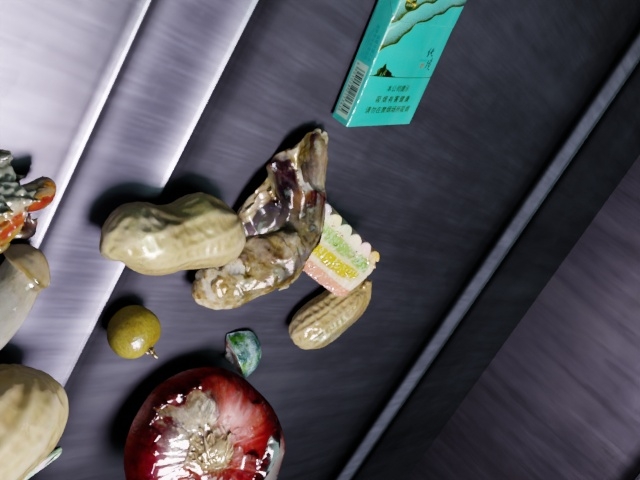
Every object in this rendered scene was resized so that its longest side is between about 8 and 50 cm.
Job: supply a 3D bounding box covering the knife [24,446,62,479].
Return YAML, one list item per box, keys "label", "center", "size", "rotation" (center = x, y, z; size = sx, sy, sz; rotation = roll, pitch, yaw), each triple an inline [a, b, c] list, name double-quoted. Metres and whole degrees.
- label: "knife"
  center: [-0.428, 0.337, 0.973]
  size: [0.030, 0.014, 0.207]
  rotation: [-59, 166, 28]

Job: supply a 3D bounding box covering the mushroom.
- label: "mushroom"
  center: [-0.389, 0.099, 0.717]
  size: [0.270, 0.103, 0.118]
  rotation: [-34, 141, -41]

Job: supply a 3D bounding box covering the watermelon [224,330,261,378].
- label: "watermelon"
  center: [-0.137, 0.189, 1.235]
  size: [0.061, 0.085, 0.085]
  rotation: [-15, 161, 23]

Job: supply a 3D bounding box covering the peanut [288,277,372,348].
- label: "peanut"
  center: [0.023, 0.134, 1.343]
  size: [0.194, 0.083, 0.093]
  rotation: [-34, 148, -27]

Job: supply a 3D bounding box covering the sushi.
- label: "sushi"
  center: [-0.335, -0.026, 0.641]
  size: [0.226, 0.097, 0.103]
  rotation: [-35, 157, -54]

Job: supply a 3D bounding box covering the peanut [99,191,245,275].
- label: "peanut"
  center: [-0.176, -0.007, 0.889]
  size: [0.214, 0.090, 0.098]
  rotation: [-10, 144, -51]

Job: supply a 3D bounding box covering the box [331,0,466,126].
- label: "box"
  center: [0.117, -0.272, 1.035]
  size: [0.161, 0.042, 0.226]
  rotation: [-14, 136, -49]

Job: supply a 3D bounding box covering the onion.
- label: "onion"
  center: [-0.198, 0.334, 1.174]
  size: [0.272, 0.195, 0.272]
  rotation: [-4, 97, -33]

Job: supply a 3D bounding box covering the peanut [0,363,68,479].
- label: "peanut"
  center: [-0.394, 0.237, 0.750]
  size: [0.313, 0.152, 0.152]
  rotation: [-54, 164, -51]

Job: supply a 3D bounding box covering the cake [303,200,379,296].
- label: "cake"
  center: [0.013, 0.014, 1.185]
  size: [0.109, 0.090, 0.225]
  rotation: [-45, 150, 3]

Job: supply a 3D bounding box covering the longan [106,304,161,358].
- label: "longan"
  center: [-0.245, 0.127, 0.962]
  size: [0.075, 0.083, 0.075]
  rotation: [-36, -172, 6]

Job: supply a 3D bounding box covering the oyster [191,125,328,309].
- label: "oyster"
  center: [-0.063, -0.025, 1.028]
  size: [0.166, 0.094, 0.294]
  rotation: [14, 107, -39]
